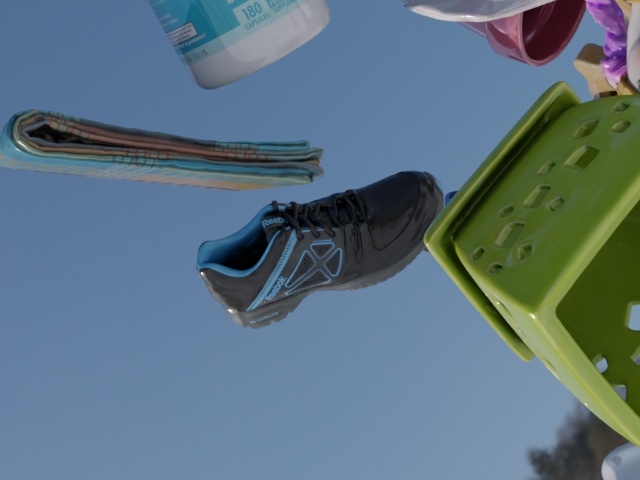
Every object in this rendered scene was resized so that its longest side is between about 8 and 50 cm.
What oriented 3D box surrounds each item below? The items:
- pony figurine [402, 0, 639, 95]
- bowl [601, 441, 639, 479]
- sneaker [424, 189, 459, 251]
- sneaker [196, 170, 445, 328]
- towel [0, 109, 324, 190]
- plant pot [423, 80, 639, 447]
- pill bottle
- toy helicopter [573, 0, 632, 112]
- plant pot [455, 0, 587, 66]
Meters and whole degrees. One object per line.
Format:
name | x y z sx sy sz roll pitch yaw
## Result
pony figurine | 0.270 -0.284 1.462 0.303 0.351 0.363 -9 -65 -23
bowl | 0.447 0.323 1.683 0.298 0.298 0.134 74 -154 -60
sneaker | 0.206 -0.038 2.429 0.144 0.059 0.053 -37 -49 3
sneaker | 0.000 0.000 2.019 0.341 0.125 0.139 -29 -41 11
towel | -0.168 -0.079 1.470 0.370 0.271 0.040 -178 93 -76
plant pot | 0.238 0.007 1.348 0.228 0.207 0.227 -49 -53 -8
pill bottle | -0.111 -0.281 1.419 0.146 0.146 0.264 -42 -73 -44
toy helicopter | 0.422 -0.211 1.969 0.140 0.235 0.355 -56 -33 -13
plant pot | 0.222 -0.335 1.947 0.201 0.180 0.201 -37 -42 -43
